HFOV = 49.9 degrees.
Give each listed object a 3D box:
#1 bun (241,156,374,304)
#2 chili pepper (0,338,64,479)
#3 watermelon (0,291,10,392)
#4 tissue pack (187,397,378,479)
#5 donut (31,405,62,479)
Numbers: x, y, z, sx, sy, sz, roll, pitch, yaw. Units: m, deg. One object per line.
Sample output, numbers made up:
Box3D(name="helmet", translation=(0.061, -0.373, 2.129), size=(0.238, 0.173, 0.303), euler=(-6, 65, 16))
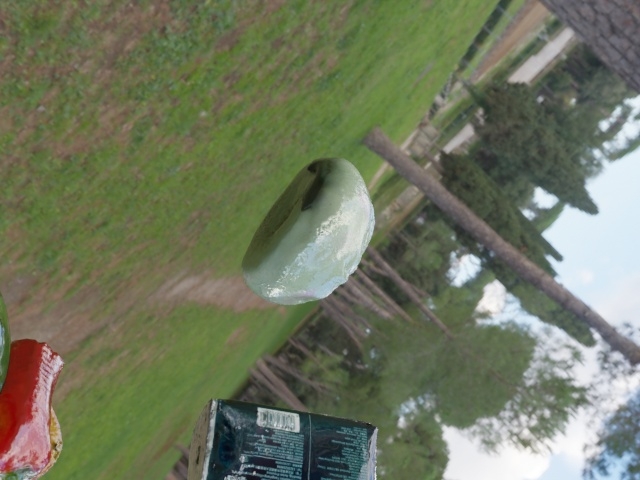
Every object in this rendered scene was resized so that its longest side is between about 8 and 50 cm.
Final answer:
Box3D(name="bun", translation=(0.000, 0.000, 1.174), size=(0.283, 0.179, 0.283), euler=(-50, -164, 20))
Box3D(name="chili pepper", translation=(-0.499, 0.322, 1.098), size=(0.131, 0.134, 0.338), euler=(97, -13, -46))
Box3D(name="watermelon", translation=(-0.567, 0.125, 0.852), size=(0.363, 0.363, 0.363), euler=(-45, 177, -3))
Box3D(name="tissue pack", translation=(-0.090, 0.543, 1.606), size=(0.253, 0.416, 0.264), euler=(120, -24, -50))
Box3D(name="donut", translation=(-0.780, 0.498, 1.733), size=(0.118, 0.253, 0.253), euler=(-32, -173, 47))
